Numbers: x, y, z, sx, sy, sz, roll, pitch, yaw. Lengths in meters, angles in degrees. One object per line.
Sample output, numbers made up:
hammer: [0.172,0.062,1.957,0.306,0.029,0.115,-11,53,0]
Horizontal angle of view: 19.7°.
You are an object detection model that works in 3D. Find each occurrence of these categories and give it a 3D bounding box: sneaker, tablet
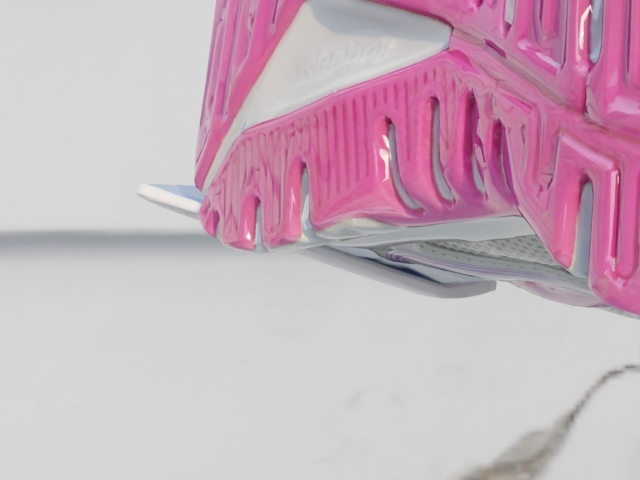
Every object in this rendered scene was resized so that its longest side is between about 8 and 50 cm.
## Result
sneaker: [0.079,-0.032,0.377,0.252,0.111,0.103,10,91,56]
tablet: [0.000,0.000,0.467,0.083,0.054,0.006,19,97,19]
